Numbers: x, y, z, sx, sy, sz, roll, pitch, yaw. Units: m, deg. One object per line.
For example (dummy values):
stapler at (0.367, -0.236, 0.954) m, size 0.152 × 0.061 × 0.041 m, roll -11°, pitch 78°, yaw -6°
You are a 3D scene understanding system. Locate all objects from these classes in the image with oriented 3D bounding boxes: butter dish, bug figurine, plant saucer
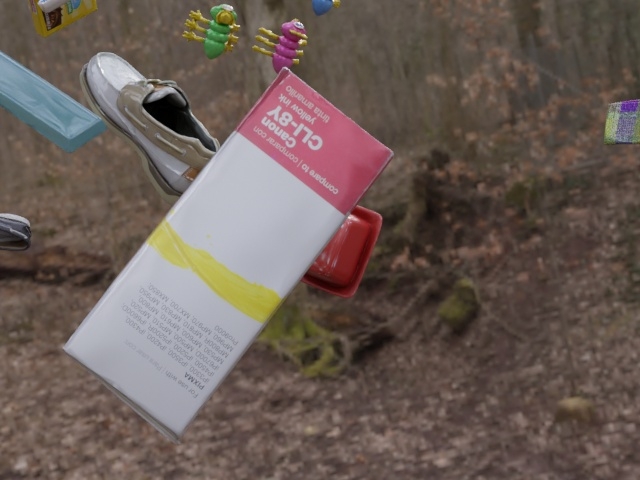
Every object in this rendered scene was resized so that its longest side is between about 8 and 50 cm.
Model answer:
butter dish at (0.000, 0.000, 1.892) m, size 0.160 × 0.160 × 0.118 m, roll 21°, pitch 0°, yaw 33°
bug figurine at (-0.089, -0.377, 1.750) m, size 0.279 × 0.216 × 0.072 m, roll 9°, pitch 22°, yaw -24°
plant saucer at (-0.344, -0.172, 1.306) m, size 0.067 × 0.192 × 0.018 m, roll -43°, pitch -20°, yaw -42°

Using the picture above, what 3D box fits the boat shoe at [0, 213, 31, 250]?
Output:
boat shoe at (-0.412, -0.012, 1.342) m, size 0.125 × 0.038 × 0.046 m, roll 13°, pitch -50°, yaw -34°

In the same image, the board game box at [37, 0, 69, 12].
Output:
board game box at (-0.094, -0.419, 1.123) m, size 0.390 × 0.050 × 0.390 m, roll -22°, pitch 32°, yaw 27°

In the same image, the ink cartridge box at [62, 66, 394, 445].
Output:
ink cartridge box at (-0.115, 0.022, 1.271) m, size 0.384 × 0.160 × 0.279 m, roll -53°, pitch 6°, yaw -10°

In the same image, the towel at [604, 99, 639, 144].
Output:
towel at (0.401, -0.150, 1.408) m, size 0.009 × 0.060 × 0.083 m, roll 17°, pitch -11°, yaw -41°

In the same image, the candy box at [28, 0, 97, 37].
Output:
candy box at (-0.392, -0.409, 1.633) m, size 0.027 × 0.206 × 0.105 m, roll 33°, pitch 56°, yaw 28°

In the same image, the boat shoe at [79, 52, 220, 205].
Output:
boat shoe at (-0.235, -0.181, 1.588) m, size 0.113 × 0.302 × 0.103 m, roll -13°, pitch -36°, yaw -47°
